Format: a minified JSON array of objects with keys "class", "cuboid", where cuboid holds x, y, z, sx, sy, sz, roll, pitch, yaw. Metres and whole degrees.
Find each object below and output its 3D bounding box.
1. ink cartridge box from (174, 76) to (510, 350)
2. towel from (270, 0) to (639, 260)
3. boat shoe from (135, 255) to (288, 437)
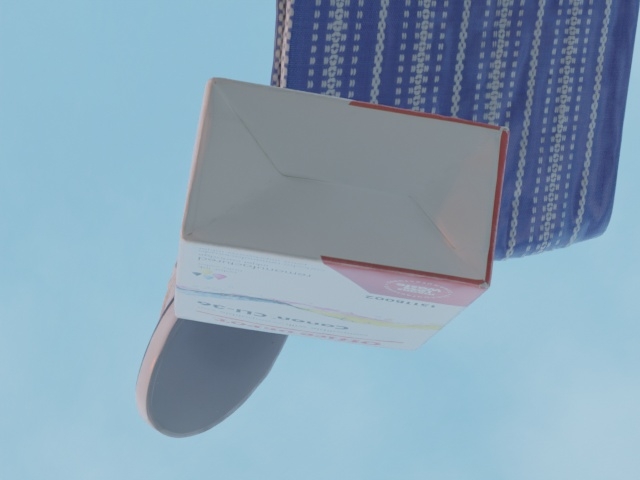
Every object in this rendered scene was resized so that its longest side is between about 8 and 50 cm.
[{"class":"ink cartridge box","cuboid":[0.000,0.000,0.671,0.115,0.198,0.067,9,-103,-4]},{"class":"towel","cuboid":[0.088,-0.101,0.987,0.336,0.040,0.243,-9,-72,-45]},{"class":"boat shoe","cuboid":[-0.062,0.022,1.167,0.095,0.084,0.258,41,-106,-33]}]
